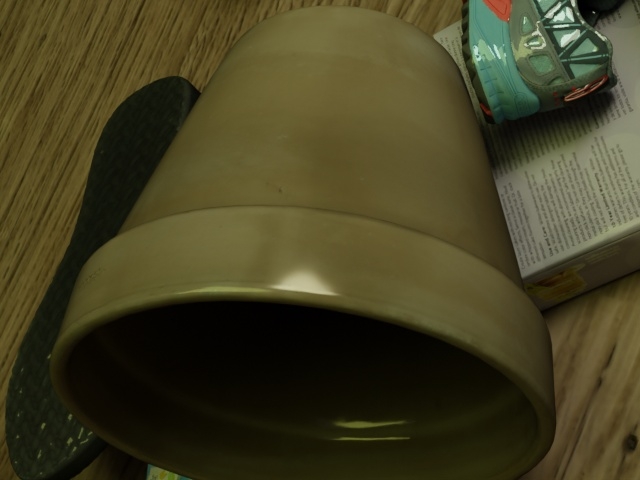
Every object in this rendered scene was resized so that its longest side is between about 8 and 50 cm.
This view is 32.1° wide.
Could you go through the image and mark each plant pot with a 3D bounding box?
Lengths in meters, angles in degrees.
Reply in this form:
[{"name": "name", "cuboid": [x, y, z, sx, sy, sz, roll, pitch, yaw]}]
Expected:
[{"name": "plant pot", "cuboid": [0.000, 0.000, 0.784, 0.323, 0.323, 0.281, -16, 52, 31]}]

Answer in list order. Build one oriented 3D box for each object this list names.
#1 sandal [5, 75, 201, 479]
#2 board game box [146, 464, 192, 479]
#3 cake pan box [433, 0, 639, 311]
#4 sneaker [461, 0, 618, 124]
[{"name": "sandal", "cuboid": [-0.172, 0.034, 1.071, 0.167, 0.107, 0.446, -14, 49, 34]}, {"name": "board game box", "cuboid": [-0.110, 0.263, 0.950, 0.103, 0.026, 0.154, -12, 62, 33]}, {"name": "cake pan box", "cuboid": [0.223, -0.111, 0.847, 0.245, 0.070, 0.267, -27, 55, 22]}, {"name": "sneaker", "cuboid": [0.174, -0.207, 0.842, 0.125, 0.104, 0.262, -5, 66, 17]}]
